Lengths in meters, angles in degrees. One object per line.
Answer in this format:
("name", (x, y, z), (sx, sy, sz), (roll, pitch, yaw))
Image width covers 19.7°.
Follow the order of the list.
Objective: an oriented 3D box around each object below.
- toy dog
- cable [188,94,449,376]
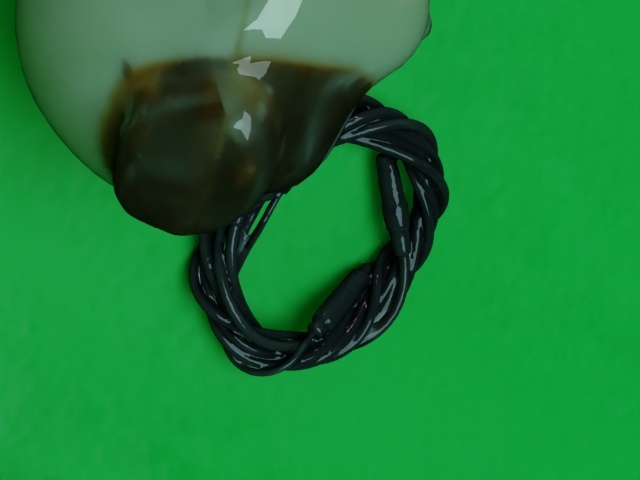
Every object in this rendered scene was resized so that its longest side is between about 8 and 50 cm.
("toy dog", (-0.090, -0.202, 0.872), (0.395, 0.284, 0.408), (-28, 118, -7))
("cable", (0.000, 0.000, 1.121), (0.150, 0.047, 0.184), (29, 86, -38))
